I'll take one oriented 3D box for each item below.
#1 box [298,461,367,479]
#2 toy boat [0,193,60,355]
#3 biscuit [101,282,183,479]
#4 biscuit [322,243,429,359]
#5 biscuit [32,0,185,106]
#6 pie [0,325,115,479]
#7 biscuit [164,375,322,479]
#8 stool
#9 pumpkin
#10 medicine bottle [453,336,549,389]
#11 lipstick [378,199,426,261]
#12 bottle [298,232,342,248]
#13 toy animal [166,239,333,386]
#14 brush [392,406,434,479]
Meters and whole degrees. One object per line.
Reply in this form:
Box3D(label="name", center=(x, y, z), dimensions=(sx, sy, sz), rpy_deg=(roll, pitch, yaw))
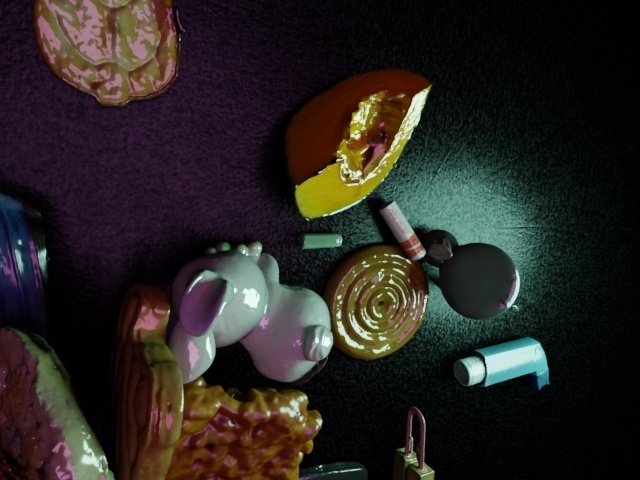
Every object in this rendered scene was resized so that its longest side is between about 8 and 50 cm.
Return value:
Box3D(label="box", center=(0.002, 0.597, 0.989), dimensions=(0.213, 0.042, 0.200), rpy_deg=(8, 96, -24))
Box3D(label="toy boat", center=(-0.462, 0.072, 0.627), dimensions=(0.143, 0.129, 0.308), rpy_deg=(-10, 112, -36))
Box3D(label="biscuit", center=(-0.272, 0.223, 0.636), dimensions=(0.057, 0.311, 0.351), rpy_deg=(6, 143, -32))
Box3D(label="biscuit", center=(0.124, 0.135, 0.944), dimensions=(0.262, 0.037, 0.261), rpy_deg=(-5, 104, -23))
Box3D(label="biscuit", center=(-0.308, -0.333, 0.660), dimensions=(0.203, 0.041, 0.259), rpy_deg=(1, 100, -20))
Box3D(label="pie", center=(-0.358, 0.265, 0.552), dimensions=(0.077, 0.339, 0.338), rpy_deg=(-25, 114, -53))
Box3D(label="biscuit", center=(-0.170, 0.378, 0.798), dimensions=(0.312, 0.110, 0.317), rpy_deg=(12, 113, -24))
Box3D(label="stool", center=(0.324, 0.064, 0.951), dimensions=(0.153, 0.139, 0.227), rpy_deg=(-28, 81, 13))
Box3D(label="pumpkin", center=(0.049, -0.177, 0.817), dimensions=(0.312, 0.148, 0.169), rpy_deg=(-37, 153, -8))
Box3D(label="medicine bottle", center=(0.452, 0.316, 1.099), dimensions=(0.259, 0.079, 0.124), rpy_deg=(-5, 103, -22))
Box3D(label="lipstick", center=(0.169, -0.019, 0.914), dimensions=(0.038, 0.038, 0.130), rpy_deg=(-37, 101, -12))
Box3D(label="bottle", center=(0.000, 0.000, 0.865), dimensions=(0.083, 0.030, 0.030), rpy_deg=(-2, 102, -24))
Box3D(label="toy animal", center=(-0.124, 0.124, 0.731), dimensions=(0.182, 0.247, 0.310), rpy_deg=(-49, 128, 7))
Box3D(label="brush", center=(0.219, 0.495, 1.028), dimensions=(0.047, 0.103, 0.233), rpy_deg=(-2, 101, -25))
